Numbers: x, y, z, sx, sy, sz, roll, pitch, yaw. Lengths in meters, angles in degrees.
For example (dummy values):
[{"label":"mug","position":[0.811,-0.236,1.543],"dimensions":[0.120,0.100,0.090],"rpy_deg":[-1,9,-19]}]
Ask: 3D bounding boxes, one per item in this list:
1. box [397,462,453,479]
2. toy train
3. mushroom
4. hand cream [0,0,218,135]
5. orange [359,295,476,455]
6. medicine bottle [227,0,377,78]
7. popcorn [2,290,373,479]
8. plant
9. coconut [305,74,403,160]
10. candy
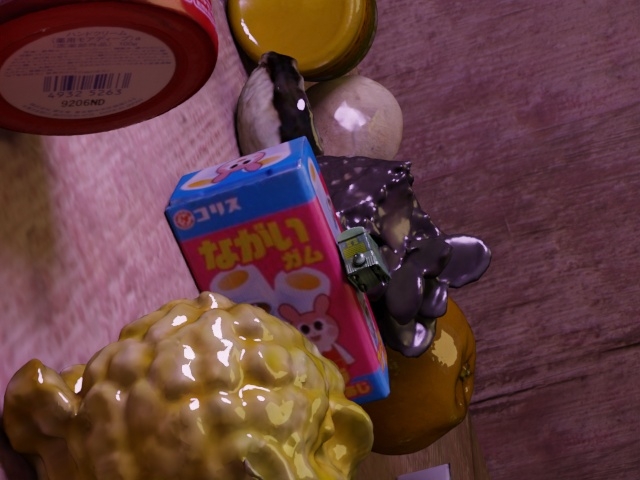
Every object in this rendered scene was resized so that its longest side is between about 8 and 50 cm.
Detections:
[{"label":"box","position":[0.210,0.568,1.759],"dimensions":[0.299,0.107,0.200],"rpy_deg":[-74,146,-68]},{"label":"toy train","position":[0.046,0.022,1.081],"dimensions":[0.093,0.038,0.056],"rpy_deg":[44,24,-69]},{"label":"mushroom","position":[-0.035,-0.108,1.497],"dimensions":[0.344,0.130,0.247],"rpy_deg":[64,4,-45]},{"label":"hand cream","position":[-0.171,-0.166,0.692],"dimensions":[0.193,0.193,0.125],"rpy_deg":[46,29,-68]},{"label":"orange","position":[0.116,0.184,1.492],"dimensions":[0.279,0.235,0.278],"rpy_deg":[-7,90,-67]},{"label":"medicine bottle","position":[-0.014,-0.390,1.734],"dimensions":[0.384,0.225,0.224],"rpy_deg":[-38,111,-79]},{"label":"popcorn","position":[-0.090,0.147,0.675],"dimensions":[0.237,0.252,0.205],"rpy_deg":[129,-21,-62]},{"label":"plant","position":[0.069,0.004,1.275],"dimensions":[0.276,0.199,0.188],"rpy_deg":[34,-24,43]},{"label":"coconut","position":[0.055,-0.210,1.892],"dimensions":[0.224,0.224,0.224],"rpy_deg":[-16,90,-79]},{"label":"candy","position":[-0.040,0.052,1.115],"dimensions":[0.100,0.157,0.305],"rpy_deg":[-84,155,-64]}]
